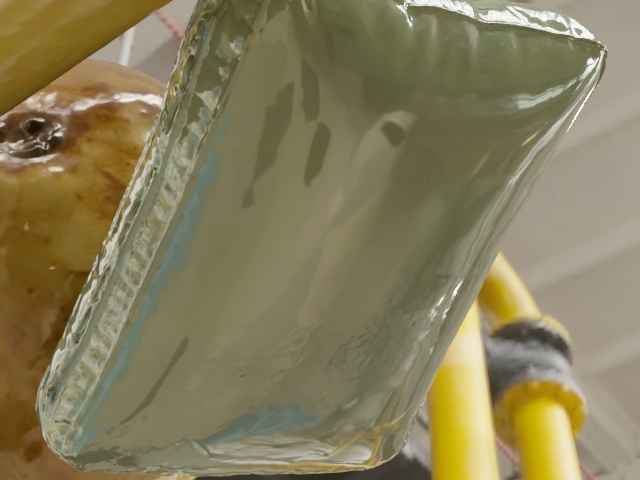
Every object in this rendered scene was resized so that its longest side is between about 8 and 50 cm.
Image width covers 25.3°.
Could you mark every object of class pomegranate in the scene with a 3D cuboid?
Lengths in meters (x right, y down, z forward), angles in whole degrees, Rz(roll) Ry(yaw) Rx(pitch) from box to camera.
[{"bbox_3d":[-0.210,0.064,1.118,0.410,0.410,0.410,1,-58,1],"label":"pomegranate"}]

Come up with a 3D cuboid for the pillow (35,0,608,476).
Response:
[{"bbox_3d":[0.000,0.000,0.796,0.255,0.120,0.322,6,-59,-37],"label":"pillow"}]

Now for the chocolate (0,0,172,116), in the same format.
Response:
[{"bbox_3d":[-0.101,-0.165,0.569,0.445,0.162,0.162,-22,-57,44],"label":"chocolate"}]
